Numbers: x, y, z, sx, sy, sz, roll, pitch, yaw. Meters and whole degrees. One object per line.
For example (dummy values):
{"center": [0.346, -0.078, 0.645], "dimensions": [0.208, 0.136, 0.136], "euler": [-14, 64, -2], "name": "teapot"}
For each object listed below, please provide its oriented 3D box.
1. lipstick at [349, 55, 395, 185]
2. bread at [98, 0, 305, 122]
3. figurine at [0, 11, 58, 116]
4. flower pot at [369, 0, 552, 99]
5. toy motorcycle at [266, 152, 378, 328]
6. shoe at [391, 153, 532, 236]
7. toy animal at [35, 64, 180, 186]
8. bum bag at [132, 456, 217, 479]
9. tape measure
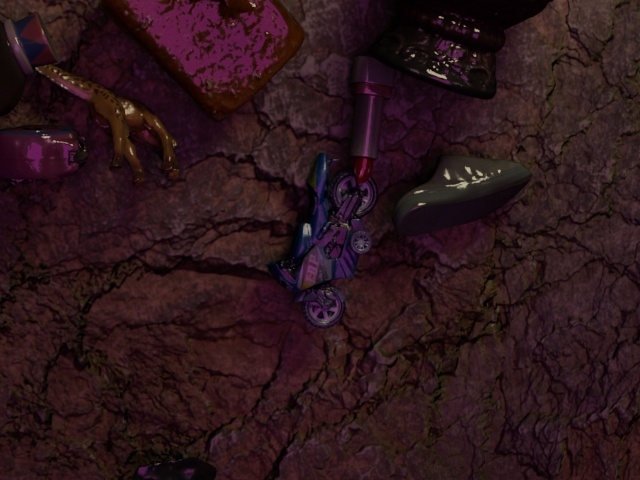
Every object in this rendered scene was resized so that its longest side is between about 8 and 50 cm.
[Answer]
{"center": [0.068, -0.174, 1.368], "dimensions": [0.063, 0.057, 0.186], "euler": [7, 91, -17], "name": "lipstick"}
{"center": [-0.156, -0.301, 1.254], "dimensions": [0.184, 0.110, 0.234], "euler": [-46, 112, -1], "name": "bread"}
{"center": [-0.453, -0.191, 1.140], "dimensions": [0.275, 0.161, 0.158], "euler": [-33, 105, 16], "name": "figurine"}
{"center": [0.200, -0.352, 1.281], "dimensions": [0.266, 0.266, 0.267], "euler": [15, 109, -20], "name": "flower pot"}
{"center": [0.000, 0.000, 1.389], "dimensions": [0.135, 0.092, 0.254], "euler": [17, 89, -11], "name": "toy motorcycle"}
{"center": [0.208, -0.083, 1.435], "dimensions": [0.251, 0.103, 0.100], "euler": [-18, 65, -25], "name": "shoe"}
{"center": [-0.299, -0.176, 1.251], "dimensions": [0.275, 0.149, 0.054], "euler": [47, 129, 3], "name": "toy animal"}
{"center": [-0.274, 0.461, 1.426], "dimensions": [0.137, 0.074, 0.310], "euler": [23, 96, -31], "name": "bum bag"}
{"center": [-0.371, -0.115, 1.232], "dimensions": [0.125, 0.118, 0.074], "euler": [-3, 103, -12], "name": "tape measure"}
